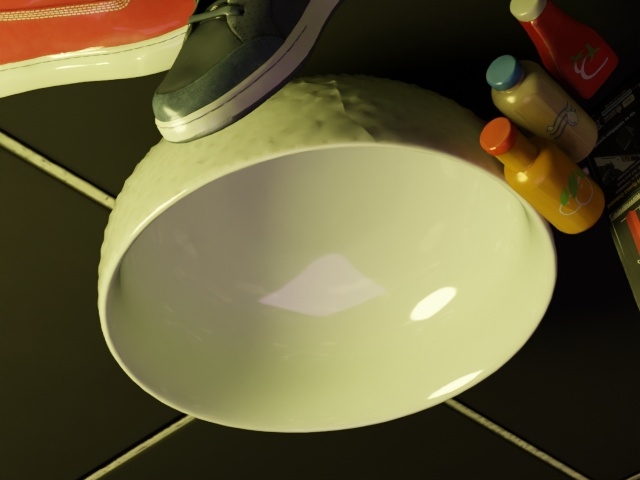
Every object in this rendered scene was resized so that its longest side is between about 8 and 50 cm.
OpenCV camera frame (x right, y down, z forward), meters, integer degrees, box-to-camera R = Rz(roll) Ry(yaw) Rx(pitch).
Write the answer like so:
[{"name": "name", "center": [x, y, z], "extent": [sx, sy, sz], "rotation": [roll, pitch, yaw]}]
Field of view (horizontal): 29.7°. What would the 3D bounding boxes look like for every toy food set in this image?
[{"name": "toy food set", "center": [0.191, -0.131, 0.795], "extent": [0.104, 0.111, 0.232], "rotation": [35, 98, -38]}]

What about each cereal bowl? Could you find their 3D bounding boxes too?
[{"name": "cereal bowl", "center": [0.000, 0.000, 0.916], "extent": [0.339, 0.141, 0.339], "rotation": [-5, 139, -5]}]

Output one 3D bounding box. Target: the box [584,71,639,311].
[{"name": "box", "center": [0.331, -0.075, 0.813], "extent": [0.077, 0.242, 0.307], "rotation": [23, 130, -32]}]

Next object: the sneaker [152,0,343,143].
[{"name": "sneaker", "center": [-0.054, -0.176, 0.658], "extent": [0.086, 0.226, 0.163], "rotation": [-1, 136, 48]}]

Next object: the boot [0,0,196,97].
[{"name": "boot", "center": [-0.157, -0.183, 0.720], "extent": [0.244, 0.088, 0.176], "rotation": [-12, 138, 9]}]
